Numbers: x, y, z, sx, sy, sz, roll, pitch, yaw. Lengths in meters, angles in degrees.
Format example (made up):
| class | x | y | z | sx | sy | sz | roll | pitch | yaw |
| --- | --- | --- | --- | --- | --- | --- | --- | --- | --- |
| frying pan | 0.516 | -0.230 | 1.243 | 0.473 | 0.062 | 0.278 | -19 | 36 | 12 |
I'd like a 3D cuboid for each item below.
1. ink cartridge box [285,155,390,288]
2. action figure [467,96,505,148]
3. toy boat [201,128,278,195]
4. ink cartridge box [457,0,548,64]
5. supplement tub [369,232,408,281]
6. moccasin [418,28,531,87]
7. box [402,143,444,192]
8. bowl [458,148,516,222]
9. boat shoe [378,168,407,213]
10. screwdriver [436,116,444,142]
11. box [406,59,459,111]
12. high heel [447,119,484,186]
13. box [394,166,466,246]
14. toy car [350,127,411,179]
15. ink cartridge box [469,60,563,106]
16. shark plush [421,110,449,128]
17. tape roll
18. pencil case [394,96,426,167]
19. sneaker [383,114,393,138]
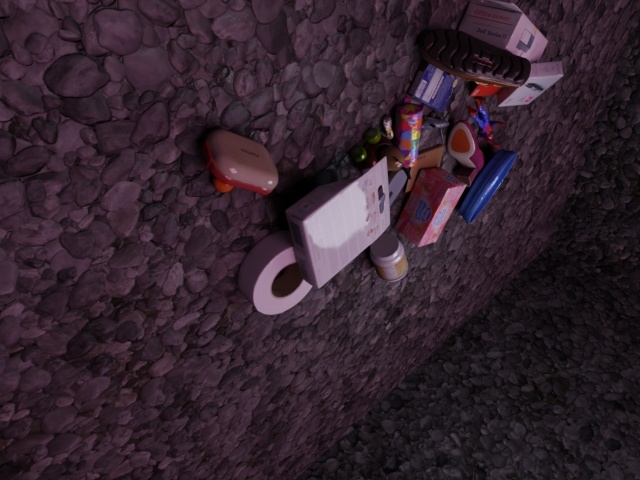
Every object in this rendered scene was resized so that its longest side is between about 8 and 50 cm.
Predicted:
| class | x | y | z | sx | sy | sz | roll | pitch | yaw |
| --- | --- | --- | --- | --- | --- | --- | --- | --- | --- |
| ink cartridge box | 0.074 | -0.070 | 1.470 | 0.385 | 0.091 | 0.308 | -40 | 140 | -26 |
| action figure | 0.731 | -0.496 | 1.937 | 0.092 | 0.139 | 0.280 | -53 | 147 | 4 |
| toy boat | -0.223 | -0.180 | 1.175 | 0.151 | 0.151 | 0.231 | -34 | 153 | 30 |
| ink cartridge box | 0.616 | -0.711 | 1.555 | 0.353 | 0.207 | 0.119 | 1 | 118 | -48 |
| supplement tub | 0.291 | 0.073 | 1.927 | 0.144 | 0.144 | 0.200 | -43 | 143 | -12 |
| moccasin | 0.499 | -0.598 | 1.490 | 0.379 | 0.147 | 0.139 | 7 | 100 | -10 |
| box | 0.426 | -0.298 | 1.861 | 0.201 | 0.021 | 0.165 | -24 | 136 | -34 |
| bowl | 0.801 | -0.264 | 2.178 | 0.391 | 0.077 | 0.391 | -46 | 159 | -23 |
| boat shoe | 0.190 | -0.152 | 1.656 | 0.306 | 0.104 | 0.113 | -56 | 141 | -2 |
| screwdriver | 0.486 | -0.442 | 1.810 | 0.170 | 0.024 | 0.025 | 40 | 59 | -61 |
| box | 0.406 | -0.551 | 1.608 | 0.225 | 0.036 | 0.137 | 5 | 117 | -48 |
| high heel | 0.641 | -0.415 | 1.947 | 0.181 | 0.127 | 0.377 | -57 | 150 | -21 |
| box | 0.459 | -0.140 | 1.897 | 0.142 | 0.154 | 0.300 | -15 | 137 | -42 |
| toy car | 0.224 | -0.265 | 1.524 | 0.149 | 0.188 | 0.155 | -52 | 144 | -1 |
| ink cartridge box | 0.723 | -0.579 | 1.693 | 0.238 | 0.060 | 0.275 | -6 | 176 | -1 |
| shark plush | 0.411 | -0.441 | 1.682 | 0.161 | 0.067 | 0.073 | -9 | 127 | -44 |
| tape roll | -0.135 | 0.109 | 1.527 | 0.286 | 0.100 | 0.286 | -28 | 137 | -29 |
| pencil case | 0.310 | -0.377 | 1.602 | 0.104 | 0.104 | 0.237 | -31 | 139 | -27 |
| sneaker | 0.228 | -0.392 | 1.557 | 0.031 | 0.035 | 0.083 | -17 | 114 | -11 |
